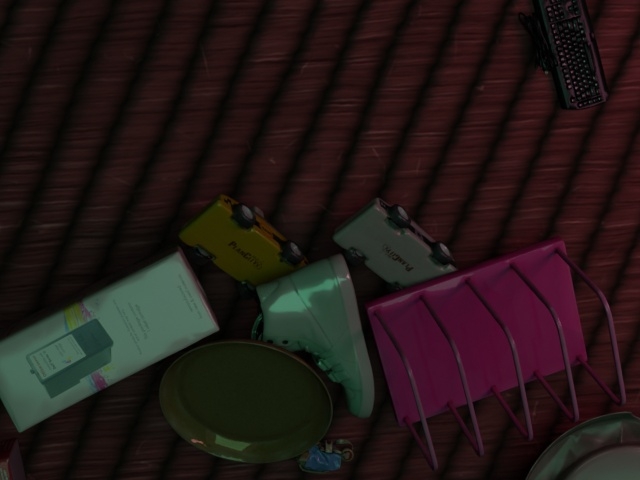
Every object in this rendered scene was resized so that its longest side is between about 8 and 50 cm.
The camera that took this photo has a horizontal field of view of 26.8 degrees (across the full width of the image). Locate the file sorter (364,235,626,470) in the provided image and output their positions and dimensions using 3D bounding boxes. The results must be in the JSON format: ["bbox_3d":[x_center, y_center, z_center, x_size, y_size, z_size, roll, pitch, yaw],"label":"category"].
[{"bbox_3d":[0.240,0.160,1.815,0.291,0.182,0.202,-19,116,-6],"label":"file sorter"}]

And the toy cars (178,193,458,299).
[{"bbox_3d":[0.000,0.000,1.842,0.394,0.087,0.176,1,129,-9],"label":"toy cars"}]

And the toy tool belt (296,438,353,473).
[{"bbox_3d":[0.009,0.305,1.887,0.083,0.051,0.052,3,94,-8],"label":"toy tool belt"}]

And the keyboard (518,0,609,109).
[{"bbox_3d":[0.345,-0.276,1.893,0.100,0.038,0.192,-18,96,-6],"label":"keyboard"}]

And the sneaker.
[{"bbox_3d":[-0.014,0.146,1.835,0.151,0.094,0.256,-16,118,-3],"label":"sneaker"}]

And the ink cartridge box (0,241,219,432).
[{"bbox_3d":[-0.317,0.136,1.752,0.353,0.207,0.119,-27,96,-4],"label":"ink cartridge box"}]

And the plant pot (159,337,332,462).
[{"bbox_3d":[-0.100,0.213,1.822,0.236,0.032,0.236,4,129,5],"label":"plant pot"}]

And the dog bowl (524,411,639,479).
[{"bbox_3d":[0.432,0.414,1.887,0.349,0.102,0.348,0,83,-4],"label":"dog bowl"}]

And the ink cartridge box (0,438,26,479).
[{"bbox_3d":[-0.483,0.354,1.787,0.176,0.127,0.128,-11,96,-7],"label":"ink cartridge box"}]
